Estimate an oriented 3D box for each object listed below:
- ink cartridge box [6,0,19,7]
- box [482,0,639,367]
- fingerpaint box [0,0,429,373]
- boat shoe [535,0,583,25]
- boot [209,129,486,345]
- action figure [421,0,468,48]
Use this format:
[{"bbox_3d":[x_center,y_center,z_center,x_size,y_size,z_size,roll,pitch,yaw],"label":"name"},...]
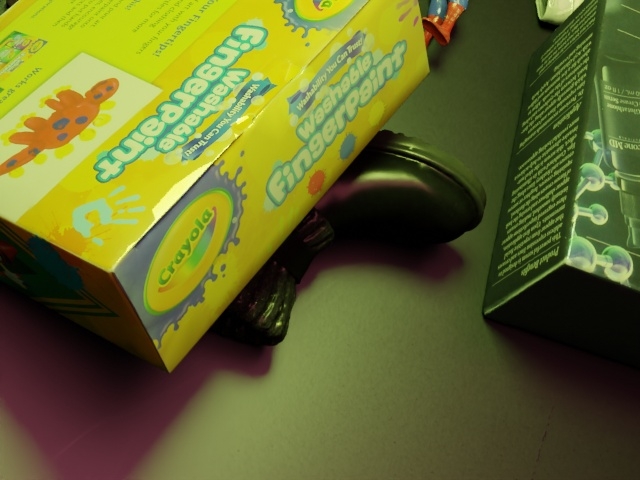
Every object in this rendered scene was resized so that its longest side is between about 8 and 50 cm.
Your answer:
[{"bbox_3d":[-0.309,-0.310,1.225,0.052,0.122,0.088,43,64,-3],"label":"ink cartridge box"},{"bbox_3d":[0.400,-0.067,1.304,0.293,0.212,0.396,19,66,-10],"label":"box"},{"bbox_3d":[-0.166,-0.136,1.091,0.371,0.163,0.445,22,59,31],"label":"fingerpaint box"},{"bbox_3d":[0.317,-0.383,1.487,0.063,0.066,0.184,1,79,-18],"label":"boat shoe"},{"bbox_3d":[-0.002,0.002,1.192,0.348,0.131,0.260,16,59,0],"label":"boot"},{"bbox_3d":[0.160,-0.390,1.413,0.139,0.091,0.280,40,62,-18],"label":"action figure"}]
